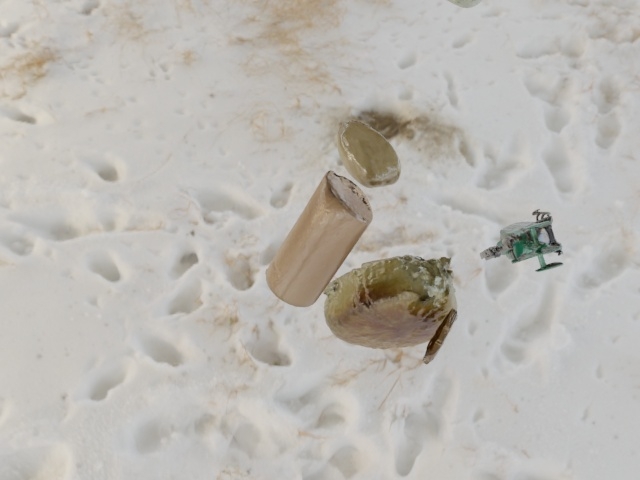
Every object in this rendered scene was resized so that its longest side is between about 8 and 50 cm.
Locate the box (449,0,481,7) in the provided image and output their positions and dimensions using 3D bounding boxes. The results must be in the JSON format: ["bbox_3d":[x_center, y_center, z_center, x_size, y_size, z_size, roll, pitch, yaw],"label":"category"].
[{"bbox_3d":[0.282,-0.755,1.297,0.367,0.373,0.090,32,8,8],"label":"box"}]

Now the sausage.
[{"bbox_3d":[0.000,0.000,1.120,0.123,0.253,0.123,24,31,-15],"label":"sausage"}]

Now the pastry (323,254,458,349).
[{"bbox_3d":[0.169,0.157,1.348,0.329,0.330,0.136,1,56,-6],"label":"pastry"}]

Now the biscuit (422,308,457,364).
[{"bbox_3d":[0.251,0.202,1.228,0.019,0.130,0.119,29,10,7],"label":"biscuit"}]

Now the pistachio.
[{"bbox_3d":[0.104,-0.192,1.327,0.185,0.126,0.108,46,45,15],"label":"pistachio"}]

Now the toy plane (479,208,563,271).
[{"bbox_3d":[0.443,0.009,1.274,0.155,0.382,0.106,-19,93,4],"label":"toy plane"}]
